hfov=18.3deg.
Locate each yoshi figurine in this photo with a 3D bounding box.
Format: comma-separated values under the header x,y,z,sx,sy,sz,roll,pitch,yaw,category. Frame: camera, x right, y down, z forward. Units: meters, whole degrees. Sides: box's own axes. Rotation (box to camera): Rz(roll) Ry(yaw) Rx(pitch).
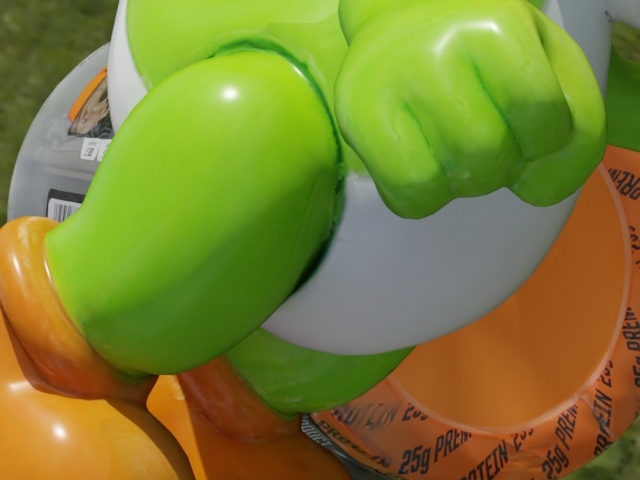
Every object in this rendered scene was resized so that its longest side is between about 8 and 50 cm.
x,y,z,sx,sy,sz,roll,pitch,yaw,category
0.074,-0.037,0.524,0.362,0.203,0.203,-48,22,11,yoshi figurine

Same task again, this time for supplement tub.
x,y,z,sx,sy,sz,roll,pitch,yaw,category
0.000,0.000,0.861,0.338,0.207,0.207,11,84,66,supplement tub
